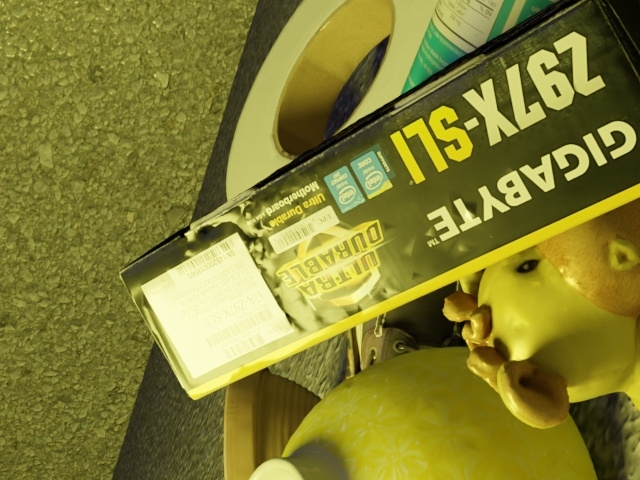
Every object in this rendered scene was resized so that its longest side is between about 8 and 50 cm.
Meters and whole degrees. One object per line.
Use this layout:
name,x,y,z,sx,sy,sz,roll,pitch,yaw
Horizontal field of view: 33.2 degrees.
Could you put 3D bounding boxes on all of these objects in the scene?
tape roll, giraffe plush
tape roll,0.035,-0.163,1.159,0.392,0.072,0.392,-39,36,36
giraffe plush,0.155,0.029,0.535,0.181,0.170,0.210,-158,82,-76

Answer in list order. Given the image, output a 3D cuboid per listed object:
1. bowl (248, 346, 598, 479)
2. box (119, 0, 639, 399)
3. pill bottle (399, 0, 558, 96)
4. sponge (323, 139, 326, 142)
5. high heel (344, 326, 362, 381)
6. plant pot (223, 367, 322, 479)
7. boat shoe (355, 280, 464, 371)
bowl,0.034,0.208,0.719,0.289,0.156,0.289,-24,62,55
box,0.086,-0.059,0.554,0.257,0.079,0.322,-30,4,33
pill bottle,0.150,-0.141,0.771,0.146,0.146,0.264,-99,27,-58
sponge,-0.024,-0.129,1.500,0.210,0.117,0.031,-133,59,-74
high heel,0.064,0.089,0.970,0.186,0.093,0.261,-81,-3,-45
plant pot,-0.023,0.238,1.080,0.237,0.109,0.237,-6,-90,-86
boat shoe,0.079,0.121,0.906,0.092,0.103,0.285,-152,72,-70
